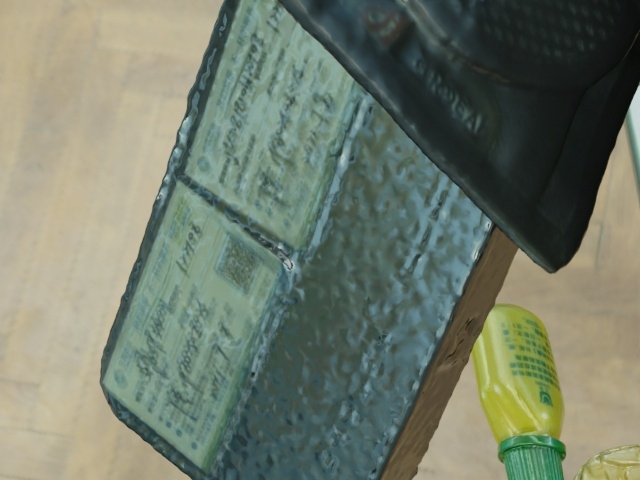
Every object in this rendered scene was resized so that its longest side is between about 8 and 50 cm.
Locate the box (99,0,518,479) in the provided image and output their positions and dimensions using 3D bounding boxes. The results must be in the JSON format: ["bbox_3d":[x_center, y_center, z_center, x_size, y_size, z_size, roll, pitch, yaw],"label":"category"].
[{"bbox_3d":[0.000,0.000,0.916,0.211,0.058,0.350,36,119,25],"label":"box"}]

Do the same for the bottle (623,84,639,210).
[{"bbox_3d":[0.330,-0.090,1.550,0.096,0.079,0.253,-8,85,-12],"label":"bottle"}]

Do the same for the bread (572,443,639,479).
[{"bbox_3d":[0.391,0.318,1.722,0.250,0.133,0.179,-6,63,25],"label":"bread"}]

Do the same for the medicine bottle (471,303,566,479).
[{"bbox_3d":[0.225,0.204,1.756,0.111,0.076,0.309,17,44,-25],"label":"medicine bottle"}]

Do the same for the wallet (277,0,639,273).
[{"bbox_3d":[0.091,-0.180,0.708,0.041,0.247,0.323,-6,50,46],"label":"wallet"}]
